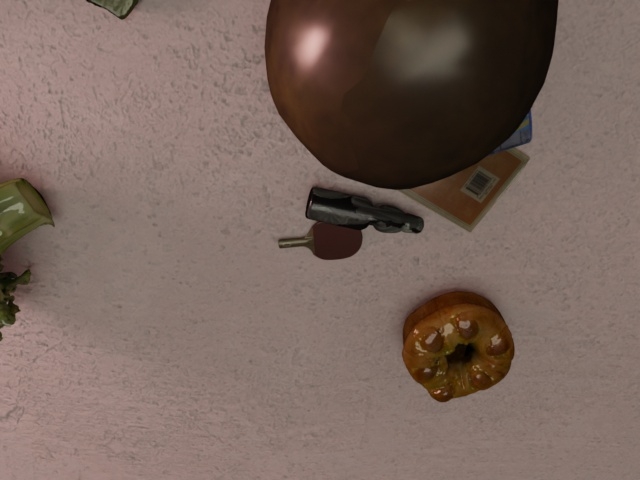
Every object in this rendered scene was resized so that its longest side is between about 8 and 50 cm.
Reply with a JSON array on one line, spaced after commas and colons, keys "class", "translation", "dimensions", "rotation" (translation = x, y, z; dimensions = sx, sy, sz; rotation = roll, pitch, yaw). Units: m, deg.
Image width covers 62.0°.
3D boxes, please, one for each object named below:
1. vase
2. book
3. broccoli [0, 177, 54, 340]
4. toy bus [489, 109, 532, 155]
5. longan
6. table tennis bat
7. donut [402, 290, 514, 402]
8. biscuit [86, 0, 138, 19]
[{"class": "vase", "translation": [0.081, -0.045, 0.937], "dimensions": [0.211, 0.060, 0.060], "rotation": [12, 117, -7]}, {"class": "book", "translation": [0.214, -0.133, 0.917], "dimensions": [0.242, 0.018, 0.170], "rotation": [29, 112, -15]}, {"class": "broccoli", "translation": [-0.618, 0.008, 0.846], "dimensions": [0.338, 0.277, 0.317], "rotation": [34, 93, -27]}, {"class": "toy bus", "translation": [0.212, -0.164, 0.847], "dimensions": [0.236, 0.079, 0.094], "rotation": [-18, 117, 7]}, {"class": "longan", "translation": [0.112, -0.257, 0.653], "dimensions": [0.336, 0.404, 0.404], "rotation": [29, 114, -22]}, {"class": "table tennis bat", "translation": [0.000, 0.000, 0.988], "dimensions": [0.156, 0.013, 0.087], "rotation": [-6, 120, 0]}, {"class": "donut", "translation": [0.267, 0.207, 1.044], "dimensions": [0.227, 0.114, 0.226], "rotation": [0, 117, -1]}, {"class": "biscuit", "translation": [-0.399, -0.432, 0.736], "dimensions": [0.322, 0.038, 0.099], "rotation": [29, 110, -14]}]
